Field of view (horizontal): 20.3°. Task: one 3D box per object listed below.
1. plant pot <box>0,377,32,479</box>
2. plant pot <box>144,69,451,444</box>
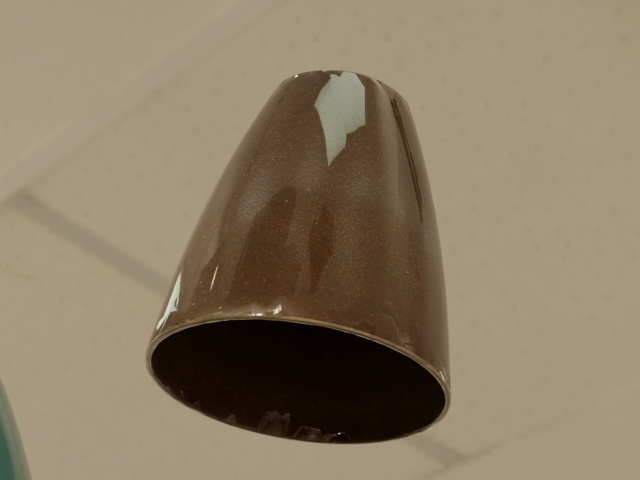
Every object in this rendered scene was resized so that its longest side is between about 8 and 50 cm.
[{"bbox_3d":[-0.332,0.148,1.170,0.293,0.235,0.293,-8,0,0],"label":"plant pot"},{"bbox_3d":[0.000,0.000,1.290,0.215,0.230,0.215,7,-27,4],"label":"plant pot"}]
